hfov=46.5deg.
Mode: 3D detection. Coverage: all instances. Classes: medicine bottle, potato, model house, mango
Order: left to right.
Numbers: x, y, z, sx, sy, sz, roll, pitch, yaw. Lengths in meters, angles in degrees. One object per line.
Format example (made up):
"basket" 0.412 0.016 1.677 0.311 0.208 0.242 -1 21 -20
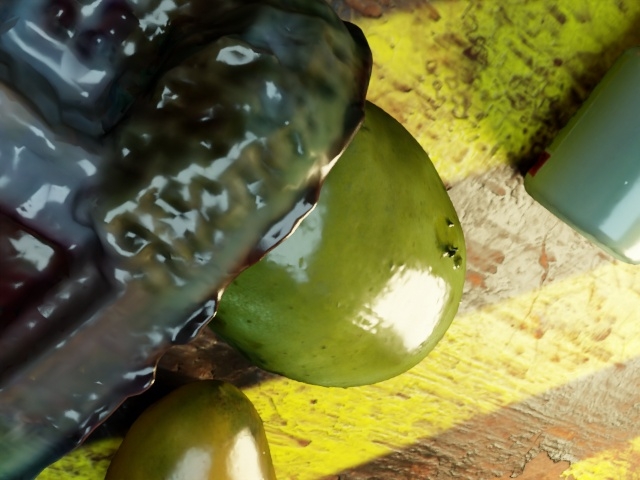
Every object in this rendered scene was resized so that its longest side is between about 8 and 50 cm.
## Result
"model house" -0.221 -0.105 0.355 0.360 0.297 0.339 -41 131 8
"mango" -0.129 0.258 0.739 0.176 0.139 0.254 -24 119 -24
"potato" -0.003 0.001 0.573 0.216 0.216 0.304 -46 137 10
"medicine bottle" 0.308 -0.099 0.689 0.139 0.139 0.225 26 108 -33
